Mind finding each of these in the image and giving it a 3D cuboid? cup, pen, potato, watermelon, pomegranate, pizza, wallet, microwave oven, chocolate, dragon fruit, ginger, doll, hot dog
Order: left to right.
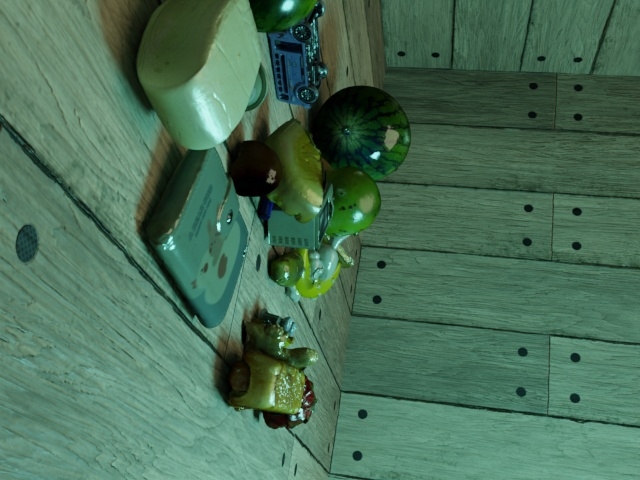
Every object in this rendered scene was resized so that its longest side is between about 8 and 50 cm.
[{"bbox_3d":[-0.223,-0.013,1.408,0.360,0.083,0.252,78,25,-58],"label":"wallet"},{"bbox_3d":[-0.179,-0.307,1.444,0.141,0.120,0.120,-34,128,-62],"label":"cup"},{"bbox_3d":[-0.153,-0.172,1.692,0.124,0.127,0.133,137,-47,-59],"label":"chocolate"},{"bbox_3d":[-0.143,0.349,1.787,0.257,0.153,0.150,46,54,-67],"label":"hot dog"},{"bbox_3d":[-0.104,-0.519,1.397,0.242,0.242,0.243,5,90,-79],"label":"watermelon"},{"bbox_3d":[-0.126,-0.173,1.978,0.033,0.033,0.269,78,19,-57],"label":"pen"},{"bbox_3d":[-0.102,0.272,1.889,0.059,0.214,0.133,-101,-157,-62],"label":"ginger"},{"bbox_3d":[-0.094,0.442,2.060,0.182,0.182,0.189,-72,145,-50],"label":"dragon fruit"},{"bbox_3d":[-0.094,0.084,2.124,0.188,0.085,0.105,9,84,-75],"label":"potato"},{"bbox_3d":[-0.054,-0.069,2.047,0.205,0.163,0.129,-66,157,-59],"label":"microwave oven"},{"bbox_3d":[-0.011,0.079,2.325,0.237,0.111,0.252,-11,121,-42],"label":"doll"},{"bbox_3d":[0.000,0.000,2.450,0.034,0.181,0.262,-55,133,-23],"label":"pizza"},{"bbox_3d":[0.047,-0.154,2.237,0.302,0.236,0.236,56,14,-1],"label":"pomegranate"},{"bbox_3d":[0.138,-0.361,2.504,0.363,0.363,0.364,5,90,-79],"label":"watermelon"}]

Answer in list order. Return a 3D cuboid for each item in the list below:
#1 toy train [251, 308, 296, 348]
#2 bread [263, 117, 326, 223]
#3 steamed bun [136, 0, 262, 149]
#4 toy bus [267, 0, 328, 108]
[{"bbox_3d":[-0.131,0.263,1.999,0.219,0.089,0.127,66,41,-71],"label":"toy train"},{"bbox_3d":[-0.091,-0.180,1.879,0.156,0.158,0.261,20,55,-36],"label":"bread"},{"bbox_3d":[-0.202,-0.292,1.186,0.200,0.154,0.250,69,34,-60],"label":"steamed bun"},{"bbox_3d":[-0.061,-0.496,1.915,0.292,0.133,0.126,86,19,-50],"label":"toy bus"}]
